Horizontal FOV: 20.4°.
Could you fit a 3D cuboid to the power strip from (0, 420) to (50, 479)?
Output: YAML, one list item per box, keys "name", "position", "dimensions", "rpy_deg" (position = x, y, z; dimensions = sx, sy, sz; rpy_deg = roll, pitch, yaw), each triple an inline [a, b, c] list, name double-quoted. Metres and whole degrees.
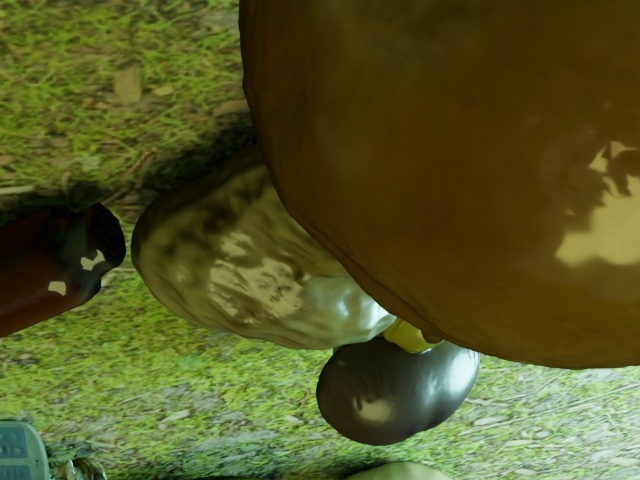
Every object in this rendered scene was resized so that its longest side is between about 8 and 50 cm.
- name: "power strip"
  position: [-0.318, 0.180, 1.402]
  dimensions: [0.227, 0.080, 0.029]
  rpy_deg: [3, 148, -29]

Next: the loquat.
- name: "loquat"
  position: [0.123, -0.102, 0.747]
  dimensions: [0.329, 0.328, 0.328]
  rpy_deg: [-9, 155, -4]

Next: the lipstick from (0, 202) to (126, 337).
- name: "lipstick"
  position: [-0.311, 0.073, 1.187]
  dimensions: [0.418, 0.077, 0.077]
  rpy_deg: [-23, 152, 21]

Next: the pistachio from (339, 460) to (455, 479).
- name: "pistachio"
  position: [0.081, 0.292, 1.737]
  dimensions: [0.157, 0.157, 0.229]
  rpy_deg: [-15, 160, 7]

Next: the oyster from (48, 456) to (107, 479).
- name: "oyster"
  position: [-0.306, 0.246, 1.544]
  dimensions: [0.260, 0.092, 0.198]
  rpy_deg: [-10, 156, 19]

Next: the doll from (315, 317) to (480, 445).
- name: "doll"
  position: [0.072, 0.080, 1.363]
  dimensions: [0.145, 0.096, 0.188]
  rpy_deg: [-2, 132, -53]

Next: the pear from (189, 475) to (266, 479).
- name: "pear"
  position: [-0.106, 0.328, 1.651]
  dimensions: [0.212, 0.212, 0.269]
  rpy_deg: [6, 133, -32]

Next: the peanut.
- name: "peanut"
  position: [0.000, 0.000, 1.128]
  dimensions: [0.197, 0.110, 0.233]
  rpy_deg: [20, 140, -40]
